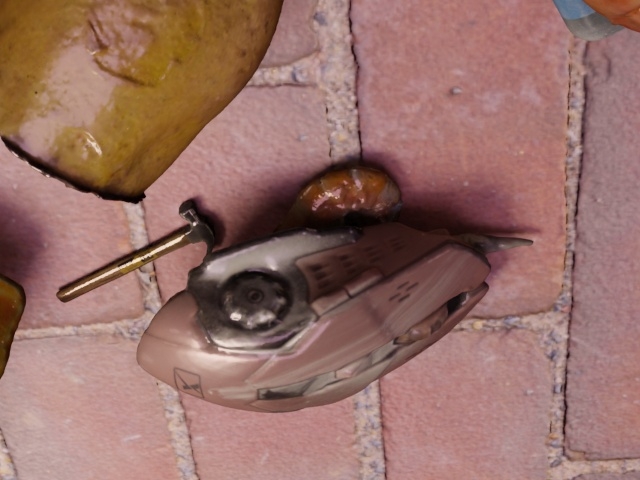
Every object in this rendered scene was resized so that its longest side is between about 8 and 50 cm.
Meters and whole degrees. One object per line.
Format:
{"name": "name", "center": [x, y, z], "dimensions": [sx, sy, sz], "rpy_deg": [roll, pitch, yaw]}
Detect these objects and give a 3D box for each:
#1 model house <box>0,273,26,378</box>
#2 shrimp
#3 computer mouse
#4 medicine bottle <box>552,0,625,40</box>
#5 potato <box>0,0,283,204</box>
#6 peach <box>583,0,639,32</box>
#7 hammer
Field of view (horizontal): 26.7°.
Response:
{"name": "model house", "center": [-0.415, 0.083, 1.231], "dimensions": [0.268, 0.173, 0.239], "rpy_deg": [27, 127, -38]}
{"name": "shrimp", "center": [0.000, 0.000, 1.265], "dimensions": [0.101, 0.042, 0.190], "rpy_deg": [27, 124, -30]}
{"name": "computer mouse", "center": [0.023, 0.079, 1.251], "dimensions": [0.389, 0.115, 0.199], "rpy_deg": [-14, 148, -7]}
{"name": "medicine bottle", "center": [0.196, -0.252, 1.049], "dimensions": [0.090, 0.054, 0.208], "rpy_deg": [-26, 125, 19]}
{"name": "potato", "center": [-0.142, -0.180, 1.029], "dimensions": [0.229, 0.229, 0.266], "rpy_deg": [35, 106, -26]}
{"name": "peach", "center": [0.269, -0.277, 0.904], "dimensions": [0.292, 0.247, 0.292], "rpy_deg": [-11, 127, -16]}
{"name": "hammer", "center": [-0.178, 0.022, 1.298], "dimensions": [0.182, 0.017, 0.062], "rpy_deg": [-26, 125, 21]}
